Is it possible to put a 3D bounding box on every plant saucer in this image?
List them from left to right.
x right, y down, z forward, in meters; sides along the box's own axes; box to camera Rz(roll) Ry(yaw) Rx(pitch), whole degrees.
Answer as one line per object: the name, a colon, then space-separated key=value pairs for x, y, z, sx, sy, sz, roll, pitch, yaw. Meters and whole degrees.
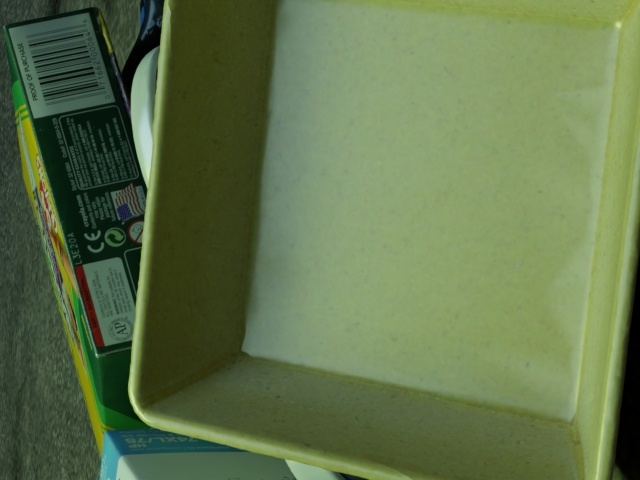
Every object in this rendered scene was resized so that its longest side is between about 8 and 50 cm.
plant saucer: x=0.052 y=-0.024 z=1.118 sx=0.333 sy=0.081 sz=0.333 roll=10 pitch=97 yaw=29

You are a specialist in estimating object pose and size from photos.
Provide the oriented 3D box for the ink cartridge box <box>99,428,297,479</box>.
ink cartridge box: x=-0.049 y=0.276 z=1.368 sx=0.270 sy=0.197 sz=0.198 roll=-145 pitch=60 yaw=-67

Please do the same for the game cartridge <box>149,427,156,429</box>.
game cartridge: x=-0.133 y=0.297 z=1.736 sx=0.196 sy=0.060 sz=0.294 roll=68 pitch=150 yaw=21

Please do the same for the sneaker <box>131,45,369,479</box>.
sneaker: x=0.000 y=0.000 z=1.266 sx=0.148 sy=0.131 sz=0.350 roll=-30 pitch=87 yaw=30

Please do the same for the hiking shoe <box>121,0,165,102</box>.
hiking shoe: x=-0.135 y=-0.220 z=1.881 sx=0.132 sy=0.113 sz=0.304 roll=-57 pitch=-26 yaw=-64

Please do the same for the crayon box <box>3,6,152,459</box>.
crayon box: x=-0.221 y=0.005 z=1.841 sx=0.313 sy=0.106 sz=0.363 roll=102 pitch=152 yaw=-63
